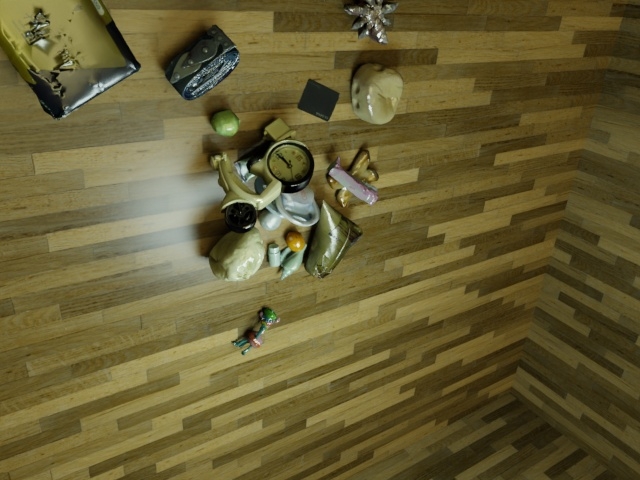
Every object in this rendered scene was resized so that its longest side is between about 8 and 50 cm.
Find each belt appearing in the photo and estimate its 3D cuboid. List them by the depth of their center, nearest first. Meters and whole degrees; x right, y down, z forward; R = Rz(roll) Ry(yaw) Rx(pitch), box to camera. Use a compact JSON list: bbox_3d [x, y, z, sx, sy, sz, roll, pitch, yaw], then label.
[{"bbox_3d":[-0.355,-0.523,1.610,0.218,0.128,0.122,-43,170,-7],"label":"belt"}]

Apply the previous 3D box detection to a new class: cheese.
[{"bbox_3d":[0.216,-0.547,2.023,0.218,0.117,0.235,-45,136,-9],"label":"cheese"}]

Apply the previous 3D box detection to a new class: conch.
[{"bbox_3d":[-0.121,0.081,2.177,0.180,0.088,0.065,-60,177,-3],"label":"conch"}]

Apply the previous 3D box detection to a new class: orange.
[{"bbox_3d":[-0.098,0.004,2.125,0.070,0.083,0.083,-25,129,-4],"label":"orange"}]

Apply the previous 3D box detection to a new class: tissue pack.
[{"bbox_3d":[-0.655,-0.535,1.283,0.264,0.253,0.416,-37,133,-14],"label":"tissue pack"}]

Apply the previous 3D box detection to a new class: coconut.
[{"bbox_3d":[-0.301,-0.376,1.753,0.096,0.088,0.087,-13,122,-23],"label":"coconut"}]

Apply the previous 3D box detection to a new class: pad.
[{"bbox_3d":[-0.005,-0.500,1.960,0.157,0.003,0.112,13,107,-41],"label":"pad"}]

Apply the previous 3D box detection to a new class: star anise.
[{"bbox_3d":[0.178,-0.782,1.874,0.229,0.093,0.236,-31,128,-18],"label":"star anise"}]

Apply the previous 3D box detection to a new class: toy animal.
[{"bbox_3d":[-0.255,0.372,2.209,0.208,0.103,0.100,-44,90,-3],"label":"toy animal"}]

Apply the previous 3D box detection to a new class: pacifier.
[{"bbox_3d":[-0.136,-0.111,1.971,0.287,0.238,0.226,6,141,-43],"label":"pacifier"}]

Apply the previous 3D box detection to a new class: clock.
[{"bbox_3d":[-0.206,-0.221,1.813,0.379,0.276,0.120,-36,170,-20],"label":"clock"}]

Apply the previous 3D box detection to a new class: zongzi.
[{"bbox_3d":[0.000,0.000,2.135,0.274,0.145,0.300,-53,145,2],"label":"zongzi"}]

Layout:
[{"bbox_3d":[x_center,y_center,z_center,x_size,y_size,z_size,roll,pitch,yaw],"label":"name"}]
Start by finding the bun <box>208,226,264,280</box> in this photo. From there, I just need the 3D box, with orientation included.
[{"bbox_3d":[-0.282,0.053,1.917,0.229,0.229,0.145,-46,111,-6],"label":"bun"}]

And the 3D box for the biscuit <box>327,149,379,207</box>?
[{"bbox_3d":[0.131,-0.247,2.177,0.208,0.047,0.164,-38,129,-12],"label":"biscuit"}]

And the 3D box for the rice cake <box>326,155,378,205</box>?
[{"bbox_3d":[0.134,-0.226,2.126,0.290,0.051,0.081,34,94,-41],"label":"rice cake"}]

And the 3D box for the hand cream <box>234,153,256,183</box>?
[{"bbox_3d":[-0.182,-0.286,1.921,0.235,0.055,0.086,-28,127,-11],"label":"hand cream"}]

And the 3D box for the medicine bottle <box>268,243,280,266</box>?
[{"bbox_3d":[-0.179,0.057,2.120,0.047,0.047,0.083,-18,123,-29],"label":"medicine bottle"}]
